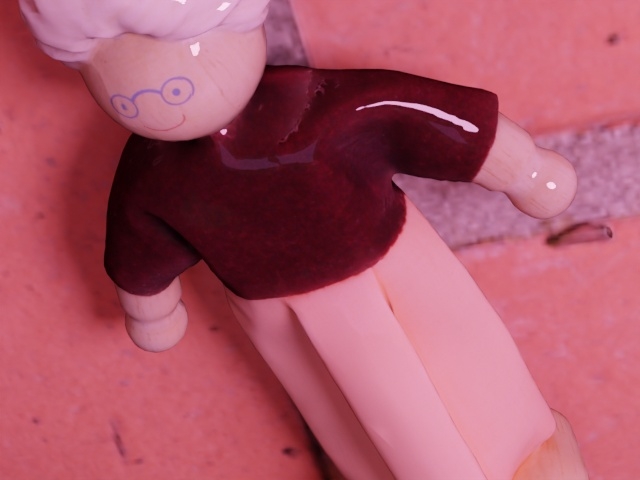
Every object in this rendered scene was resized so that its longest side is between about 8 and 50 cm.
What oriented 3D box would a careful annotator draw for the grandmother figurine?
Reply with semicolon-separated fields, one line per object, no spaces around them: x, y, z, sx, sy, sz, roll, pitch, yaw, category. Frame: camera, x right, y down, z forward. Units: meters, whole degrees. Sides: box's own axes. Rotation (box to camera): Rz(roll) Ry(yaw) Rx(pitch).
0.000;0.000;0.681;0.207;0.104;0.342;-26;126;14;grandmother figurine
